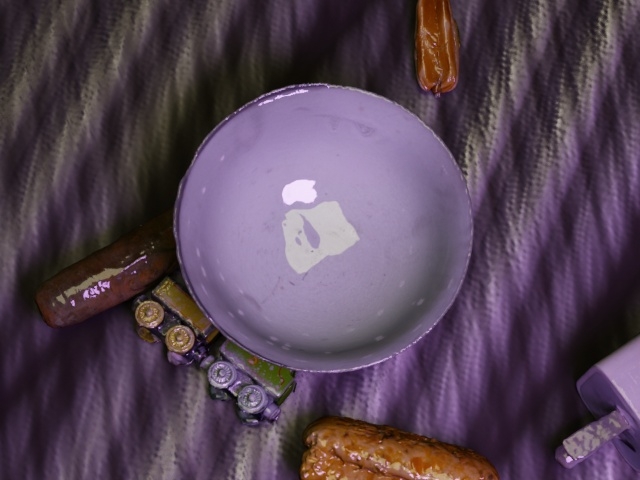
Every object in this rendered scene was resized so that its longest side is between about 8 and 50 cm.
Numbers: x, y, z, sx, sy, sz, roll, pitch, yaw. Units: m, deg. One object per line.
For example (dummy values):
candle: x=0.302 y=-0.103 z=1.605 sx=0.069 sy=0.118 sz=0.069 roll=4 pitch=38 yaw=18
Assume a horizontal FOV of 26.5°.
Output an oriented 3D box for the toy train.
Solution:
toy train: x=-0.114 y=0.117 z=1.471 sx=0.202 sy=0.060 sz=0.081 roll=38 pitch=69 yaw=10

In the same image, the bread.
bread: x=0.080 y=0.240 z=1.413 sx=0.211 sy=0.114 sz=0.083 roll=14 pitch=89 yaw=2

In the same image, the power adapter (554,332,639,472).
power adapter: x=0.335 y=0.174 z=1.428 sx=0.205 sy=0.130 sz=0.125 roll=-31 pitch=76 yaw=-12

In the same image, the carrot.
carrot: x=-0.160 y=-0.006 z=1.505 sx=0.342 sy=0.070 sz=0.070 roll=-33 pitch=77 yaw=-13

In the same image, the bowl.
bowl: x=0.000 y=0.000 z=1.463 sx=0.313 sy=0.146 sz=0.313 roll=1 pitch=74 yaw=-4

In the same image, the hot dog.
hot dog: x=0.137 y=-0.232 z=1.598 sx=0.056 sy=0.041 sz=0.133 roll=-1 pitch=81 yaw=-2
